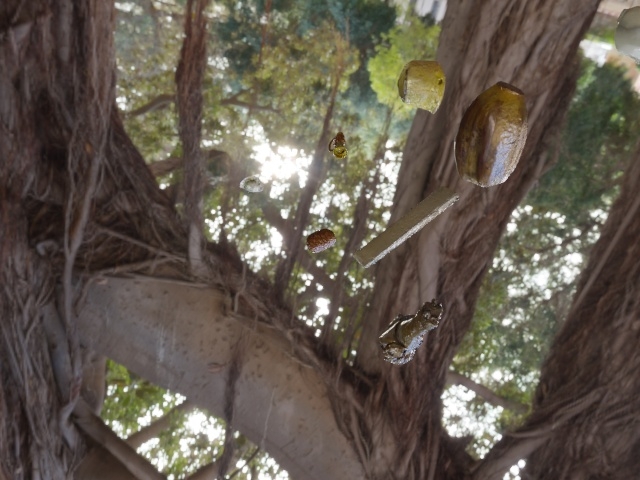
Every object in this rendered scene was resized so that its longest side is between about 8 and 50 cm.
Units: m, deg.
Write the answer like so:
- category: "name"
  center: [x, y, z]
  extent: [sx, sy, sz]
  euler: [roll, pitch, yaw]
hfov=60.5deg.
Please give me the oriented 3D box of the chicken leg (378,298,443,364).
- category: "chicken leg"
  center: [0.176, 0.188, 1.112]
  extent: [0.081, 0.196, 0.125]
  euler: [36, -111, 7]

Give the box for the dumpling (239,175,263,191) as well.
- category: "dumpling"
  center: [-0.239, -0.200, 1.926]
  extent: [0.077, 0.059, 0.043]
  euler: [16, -154, 13]

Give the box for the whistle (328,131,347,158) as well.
- category: "whistle"
  center: [0.056, -0.296, 1.713]
  extent: [0.046, 0.057, 0.109]
  euler: [15, -142, -15]

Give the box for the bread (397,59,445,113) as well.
- category: "bread"
  center: [0.392, -0.595, 2.114]
  extent: [0.171, 0.197, 0.197]
  euler: [6, -154, -4]

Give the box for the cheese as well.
- category: "cheese"
  center: [0.284, -0.048, 1.819]
  extent: [0.400, 0.034, 0.085]
  euler: [-37, -139, -4]

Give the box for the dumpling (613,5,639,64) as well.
- category: "dumpling"
  center: [0.875, -0.550, 1.497]
  extent: [0.126, 0.166, 0.216]
  euler: [-29, -144, -11]

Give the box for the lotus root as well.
- category: "lotus root"
  center: [0.483, -0.298, 1.520]
  extent: [0.193, 0.290, 0.193]
  euler: [1, -144, -1]

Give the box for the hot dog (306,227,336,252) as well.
- category: "hot dog"
  center: [0.000, 0.000, 1.506]
  extent: [0.083, 0.058, 0.035]
  euler: [-24, -179, -9]
